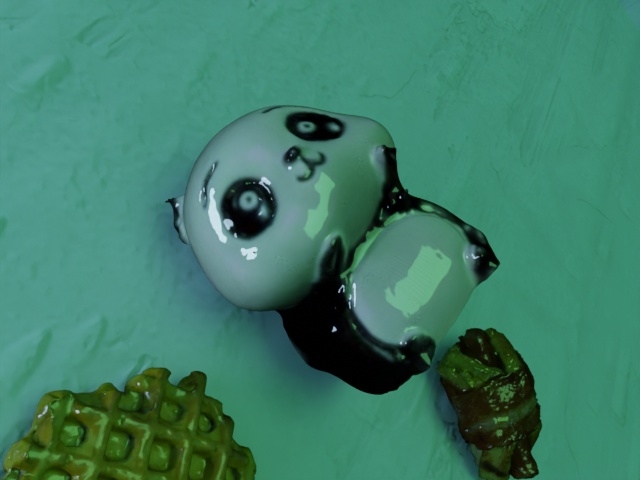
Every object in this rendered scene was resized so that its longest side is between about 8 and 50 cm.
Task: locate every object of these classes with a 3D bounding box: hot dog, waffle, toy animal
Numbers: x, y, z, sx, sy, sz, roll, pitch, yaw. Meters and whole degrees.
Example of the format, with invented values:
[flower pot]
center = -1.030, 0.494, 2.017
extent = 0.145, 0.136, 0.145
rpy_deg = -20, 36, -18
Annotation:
[hot dog]
center = 0.239, 0.220, 0.870
extent = 0.146, 0.103, 0.213
rpy_deg = -26, 90, -45
[waffle]
center = -0.152, 0.245, 0.554
extent = 0.291, 0.051, 0.291
rpy_deg = 20, 58, -37
[toy animal]
center = 0.000, 0.000, 0.692
extent = 0.310, 0.251, 0.251
rpy_deg = 42, 48, -4
